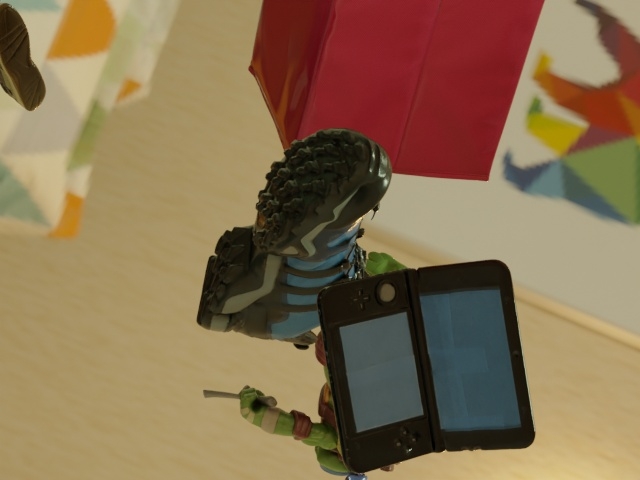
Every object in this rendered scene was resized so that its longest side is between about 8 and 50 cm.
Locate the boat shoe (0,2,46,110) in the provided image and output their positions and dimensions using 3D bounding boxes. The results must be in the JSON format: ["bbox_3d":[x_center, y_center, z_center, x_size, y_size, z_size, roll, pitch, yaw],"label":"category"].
[{"bbox_3d":[-0.372,-0.218,1.779,0.056,0.049,0.152,-53,148,-36],"label":"boat shoe"}]

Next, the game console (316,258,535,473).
[{"bbox_3d":[0.077,0.094,1.108,0.085,0.124,0.144,-4,-83,60],"label":"game console"}]

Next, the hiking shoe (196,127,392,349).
[{"bbox_3d":[0.000,0.000,1.368,0.304,0.132,0.113,-44,-147,51],"label":"hiking shoe"}]

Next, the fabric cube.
[{"bbox_3d":[0.079,-0.248,1.744,0.254,0.259,0.258,-113,-148,-52],"label":"fabric cube"}]

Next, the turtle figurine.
[{"bbox_3d":[-0.006,0.128,1.717,0.275,0.197,0.266,-116,-147,-44],"label":"turtle figurine"}]
